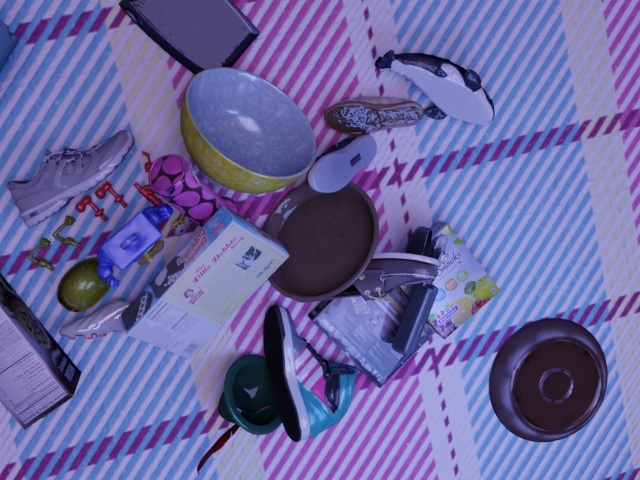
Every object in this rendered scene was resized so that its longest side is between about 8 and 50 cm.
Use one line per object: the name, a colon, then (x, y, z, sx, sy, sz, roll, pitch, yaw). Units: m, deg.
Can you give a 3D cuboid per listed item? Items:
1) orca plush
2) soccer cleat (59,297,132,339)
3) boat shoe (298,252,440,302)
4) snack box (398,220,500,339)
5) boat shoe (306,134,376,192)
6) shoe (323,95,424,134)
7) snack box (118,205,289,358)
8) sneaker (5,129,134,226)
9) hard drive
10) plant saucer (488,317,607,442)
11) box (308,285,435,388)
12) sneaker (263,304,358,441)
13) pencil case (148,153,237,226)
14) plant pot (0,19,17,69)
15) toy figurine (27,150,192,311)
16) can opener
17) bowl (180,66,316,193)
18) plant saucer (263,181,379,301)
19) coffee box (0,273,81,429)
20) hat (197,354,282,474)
orca plush: (0.259, -0.357, 1.789, 0.287, 0.102, 0.151, 16, 138, -4)
soccer cleat: (-0.450, 0.163, 1.705, 0.196, 0.068, 0.076, -9, 84, -12)
boat shoe: (0.093, 0.082, 1.708, 0.325, 0.116, 0.096, -2, 71, 22)
snack box: (0.275, 0.089, 1.837, 0.174, 0.070, 0.207, -41, 101, -3)
boat shoe: (0.030, -0.166, 1.703, 0.228, 0.076, 0.080, -42, 125, -42)
shoe: (0.114, -0.276, 1.771, 0.219, 0.058, 0.076, -3, 117, -7)
snack box: (-0.236, 0.093, 1.660, 0.322, 0.060, 0.187, -46, 138, 9)
sneaker: (-0.504, -0.146, 1.630, 0.281, 0.105, 0.115, -36, 102, -5)
hard drive: (-0.266, -0.459, 1.665, 0.255, 0.054, 0.172, 40, 88, -13)
plant saucer: (0.557, 0.342, 1.939, 0.311, 0.050, 0.310, -2, 98, -12)
box: (0.115, 0.188, 1.824, 0.183, 0.056, 0.231, -45, 103, -4)
sneaker: (-0.011, 0.276, 1.778, 0.179, 0.124, 0.295, -7, 79, -30)
pencil case: (-0.243, -0.088, 1.597, 0.098, 0.209, 0.095, -20, 60, 18)
plant pot: (-0.753, -0.312, 1.463, 0.341, 0.341, 0.334, 34, 81, -13)
toy figurine: (-0.414, -0.006, 1.609, 0.362, 0.217, 0.191, -40, 103, -5)
can opener: (0.213, 0.110, 1.769, 0.093, 0.074, 0.280, 18, 97, 25)
bowl: (-0.170, -0.196, 1.651, 0.289, 0.289, 0.156, 31, 133, -13)
plant saucer: (0.000, 0.000, 1.703, 0.278, 0.278, 0.041, -54, 145, -1)
coffee box: (-0.622, 0.208, 1.619, 0.119, 0.168, 0.297, -36, 103, -5)
hat: (-0.199, 0.370, 1.797, 0.173, 0.184, 0.208, 58, 40, -3)
